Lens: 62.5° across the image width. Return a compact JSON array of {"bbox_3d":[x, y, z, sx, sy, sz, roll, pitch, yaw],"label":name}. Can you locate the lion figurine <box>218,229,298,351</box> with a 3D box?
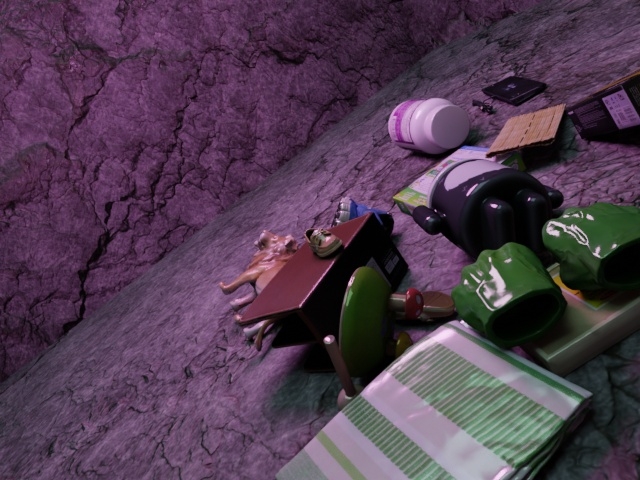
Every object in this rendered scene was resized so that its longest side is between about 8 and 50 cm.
[{"bbox_3d":[-0.117,0.118,1.334,0.240,0.142,0.392,-29,31,-9],"label":"lion figurine"}]

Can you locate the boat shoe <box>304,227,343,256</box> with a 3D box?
[{"bbox_3d":[0.000,0.000,1.043,0.050,0.045,0.135,-41,16,-16],"label":"boat shoe"}]

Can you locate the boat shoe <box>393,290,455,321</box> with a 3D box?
[{"bbox_3d":[0.174,0.123,0.935,0.153,0.048,0.056,-6,20,43],"label":"boat shoe"}]

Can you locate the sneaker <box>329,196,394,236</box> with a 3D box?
[{"bbox_3d":[0.102,-0.030,1.332,0.330,0.147,0.129,-57,-11,-83],"label":"sneaker"}]

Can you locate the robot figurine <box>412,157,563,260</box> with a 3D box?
[{"bbox_3d":[0.299,-0.058,0.951,0.173,0.209,0.278,-62,15,11],"label":"robot figurine"}]

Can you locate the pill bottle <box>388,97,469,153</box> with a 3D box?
[{"bbox_3d":[0.339,-0.359,1.653,0.169,0.169,0.301,-35,19,-4],"label":"pill bottle"}]

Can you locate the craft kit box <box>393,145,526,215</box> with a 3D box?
[{"bbox_3d":[0.331,-0.140,1.303,0.247,0.061,0.250,-33,18,-5],"label":"craft kit box"}]

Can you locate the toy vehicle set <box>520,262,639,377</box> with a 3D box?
[{"bbox_3d":[0.382,0.066,0.722,0.267,0.035,0.166,-33,18,2],"label":"toy vehicle set"}]

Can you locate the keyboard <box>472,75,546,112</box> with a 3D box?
[{"bbox_3d":[0.598,-0.480,1.743,0.201,0.033,0.317,-24,19,10],"label":"keyboard"}]

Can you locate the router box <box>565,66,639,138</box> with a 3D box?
[{"bbox_3d":[0.640,-0.298,0.998,0.243,0.081,0.309,-30,1,10],"label":"router box"}]

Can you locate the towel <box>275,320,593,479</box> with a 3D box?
[{"bbox_3d":[0.126,0.245,0.633,0.325,0.038,0.248,-40,32,-15],"label":"towel"}]

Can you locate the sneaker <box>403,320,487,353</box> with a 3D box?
[{"bbox_3d":[0.196,0.167,0.777,0.152,0.053,0.061,-32,34,14],"label":"sneaker"}]

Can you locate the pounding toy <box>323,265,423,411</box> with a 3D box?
[{"bbox_3d":[0.101,0.151,0.835,0.110,0.183,0.237,4,33,20],"label":"pounding toy"}]

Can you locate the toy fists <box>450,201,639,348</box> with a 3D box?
[{"bbox_3d":[0.313,0.039,0.703,0.279,0.096,0.142,-29,26,7],"label":"toy fists"}]

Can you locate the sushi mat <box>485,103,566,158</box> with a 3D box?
[{"bbox_3d":[0.506,-0.270,1.283,0.151,0.019,0.316,-8,22,33],"label":"sushi mat"}]

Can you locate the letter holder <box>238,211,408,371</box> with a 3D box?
[{"bbox_3d":[0.006,0.109,1.077,0.214,0.152,0.302,-19,24,44],"label":"letter holder"}]
